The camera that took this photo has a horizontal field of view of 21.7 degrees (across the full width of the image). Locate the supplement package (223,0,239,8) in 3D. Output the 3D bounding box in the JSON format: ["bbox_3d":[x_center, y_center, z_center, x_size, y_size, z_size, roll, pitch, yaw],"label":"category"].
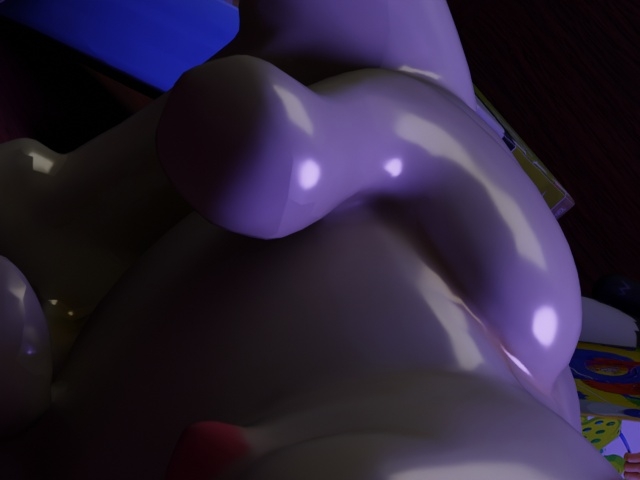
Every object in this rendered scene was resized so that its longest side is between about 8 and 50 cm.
[{"bbox_3d":[-0.058,-0.190,1.882,0.244,0.139,0.134,49,8,12],"label":"supplement package"}]

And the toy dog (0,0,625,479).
[{"bbox_3d":[-0.001,0.107,0.669,0.408,0.284,0.395,-109,173,-65],"label":"toy dog"}]

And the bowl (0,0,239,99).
[{"bbox_3d":[-0.086,-0.132,1.304,0.391,0.077,0.391,26,1,-1],"label":"bowl"}]

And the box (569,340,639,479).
[{"bbox_3d":[0.222,0.179,1.099,0.279,0.177,0.290,6,6,7],"label":"box"}]

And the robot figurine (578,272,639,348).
[{"bbox_3d":[0.215,0.135,1.361,0.278,0.174,0.209,25,23,38],"label":"robot figurine"}]

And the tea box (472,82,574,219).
[{"bbox_3d":[0.100,-0.137,2.132,0.329,0.220,0.323,54,10,34],"label":"tea box"}]
